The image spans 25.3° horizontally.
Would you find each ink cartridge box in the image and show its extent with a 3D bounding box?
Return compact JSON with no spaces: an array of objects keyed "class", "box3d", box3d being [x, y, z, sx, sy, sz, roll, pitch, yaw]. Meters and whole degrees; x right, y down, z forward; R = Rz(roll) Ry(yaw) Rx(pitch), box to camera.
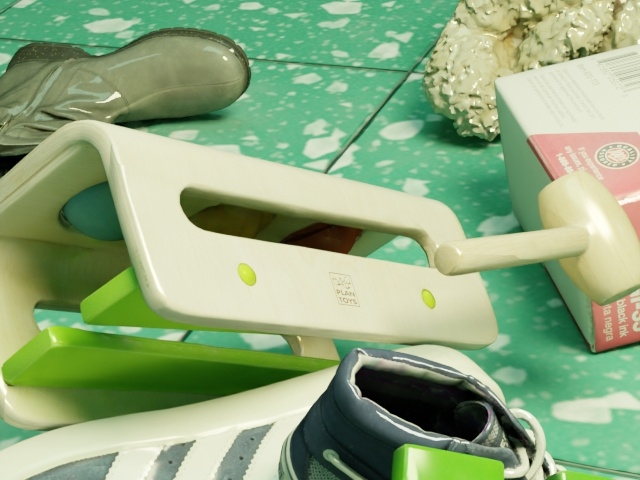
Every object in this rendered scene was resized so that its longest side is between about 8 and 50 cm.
[{"class":"ink cartridge box","box3d":[0.282,-0.055,0.961,0.283,0.117,0.207,-14,30,-1]}]

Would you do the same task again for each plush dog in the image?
[{"class":"plush dog","box3d":[0.241,-0.183,1.173,0.225,0.210,0.262,30,40,12]}]

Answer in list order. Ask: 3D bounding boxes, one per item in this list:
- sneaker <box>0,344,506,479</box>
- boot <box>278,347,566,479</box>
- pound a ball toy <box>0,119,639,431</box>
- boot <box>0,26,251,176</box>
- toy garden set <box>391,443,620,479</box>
[{"class":"sneaker","box3d":[-0.048,0.162,0.673,0.350,0.131,0.148,-19,41,-13]},{"class":"boot","box3d":[0.080,0.111,0.612,0.190,0.086,0.069,20,49,-7]},{"class":"pound a ball toy","box3d":[0.000,0.000,0.755,0.319,0.208,0.135,9,54,-49]},{"class":"boot","box3d":[-0.190,-0.103,1.216,0.247,0.083,0.161,-2,37,19]},{"class":"toy garden set","box3d":[0.131,0.202,0.556,0.244,0.049,0.203,13,64,-15]}]
